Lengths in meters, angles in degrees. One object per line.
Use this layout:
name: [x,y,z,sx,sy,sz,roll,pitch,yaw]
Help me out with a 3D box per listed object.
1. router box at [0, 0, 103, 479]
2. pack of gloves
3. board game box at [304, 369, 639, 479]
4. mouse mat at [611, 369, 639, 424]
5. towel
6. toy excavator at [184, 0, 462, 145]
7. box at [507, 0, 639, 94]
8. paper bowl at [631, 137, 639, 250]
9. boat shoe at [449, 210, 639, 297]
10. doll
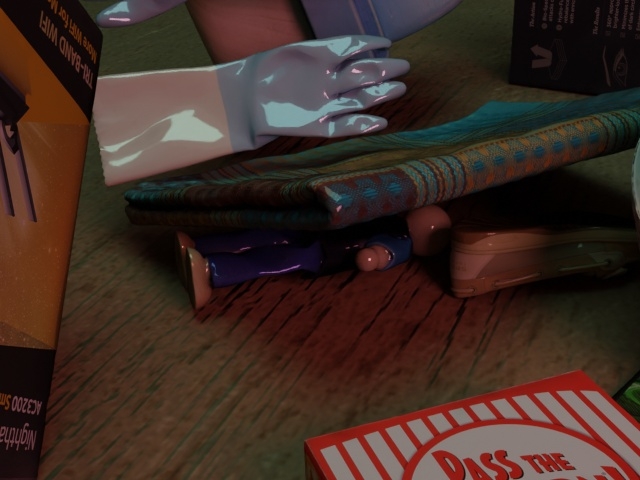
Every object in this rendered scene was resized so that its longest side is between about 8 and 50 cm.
router box: [-0.183,-0.036,0.371,0.080,0.243,0.309,4,-13,8]
pack of gloves: [-0.057,-0.156,0.697,0.232,0.195,0.046,-11,-15,-3]
board game box: [0.093,0.134,0.391,0.146,0.045,0.193,-12,28,-17]
mouse mat: [0.249,0.101,0.498,0.189,0.007,0.152,20,34,37]
towel: [0.082,-0.064,0.679,0.370,0.040,0.271,-15,9,-33]
toy excavator: [0.079,-0.314,0.943,0.444,0.222,0.433,-19,26,7]
box: [0.281,-0.235,0.993,0.158,0.156,0.093,13,29,26]
paper bowl: [0.305,-0.037,0.500,0.284,0.148,0.284,-14,39,11]
boat shoe: [0.157,0.010,0.649,0.152,0.048,0.056,-3,14,-19]
doll: [0.000,0.000,0.661,0.188,0.046,0.129,-9,21,-16]
